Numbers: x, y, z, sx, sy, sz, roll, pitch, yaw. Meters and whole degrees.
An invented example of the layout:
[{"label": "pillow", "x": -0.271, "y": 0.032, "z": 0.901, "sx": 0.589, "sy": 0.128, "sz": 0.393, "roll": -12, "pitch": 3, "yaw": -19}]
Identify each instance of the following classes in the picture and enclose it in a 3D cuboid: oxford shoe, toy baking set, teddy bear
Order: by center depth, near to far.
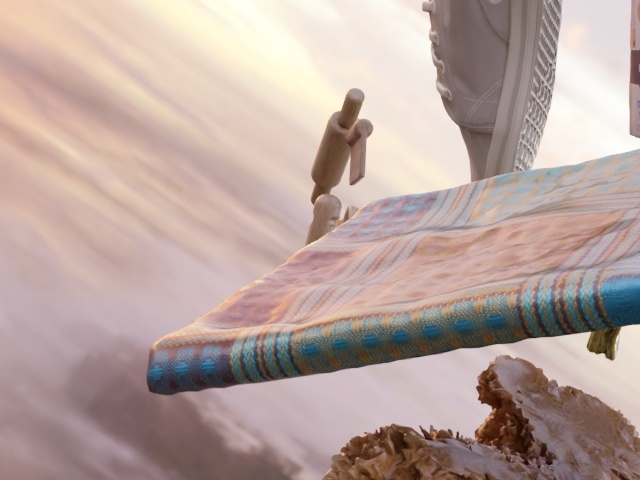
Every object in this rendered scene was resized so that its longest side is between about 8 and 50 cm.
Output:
[{"label": "teddy bear", "x": 0.108, "y": 0.197, "z": 0.850, "sx": 0.245, "sy": 0.113, "sz": 0.338, "roll": 22, "pitch": 28, "yaw": -21}, {"label": "toy baking set", "x": 0.001, "y": -0.006, "z": 1.460, "sx": 0.030, "sy": 0.196, "sz": 0.256, "roll": 12, "pitch": -32, "yaw": -6}, {"label": "oxford shoe", "x": 0.168, "y": -0.208, "z": 1.664, "sx": 0.130, "sy": 0.449, "sz": 0.169, "roll": 9, "pitch": 39, "yaw": 15}]

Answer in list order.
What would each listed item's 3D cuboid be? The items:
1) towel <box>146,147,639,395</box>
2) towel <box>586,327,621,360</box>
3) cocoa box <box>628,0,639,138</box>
[{"label": "towel", "x": 0.128, "y": -0.006, "z": 0.812, "sx": 0.271, "sy": 0.370, "sz": 0.040, "roll": -33, "pitch": 109, "yaw": -59}, {"label": "towel", "x": 0.233, "y": -0.039, "z": 1.068, "sx": 0.021, "sy": 0.237, "sz": 0.102, "roll": 25, "pitch": -25, "yaw": 12}, {"label": "cocoa box", "x": 0.476, "y": -0.203, "z": 1.630, "sx": 0.231, "sy": 0.228, "sz": 0.347, "roll": -5, "pitch": 11, "yaw": -14}]
